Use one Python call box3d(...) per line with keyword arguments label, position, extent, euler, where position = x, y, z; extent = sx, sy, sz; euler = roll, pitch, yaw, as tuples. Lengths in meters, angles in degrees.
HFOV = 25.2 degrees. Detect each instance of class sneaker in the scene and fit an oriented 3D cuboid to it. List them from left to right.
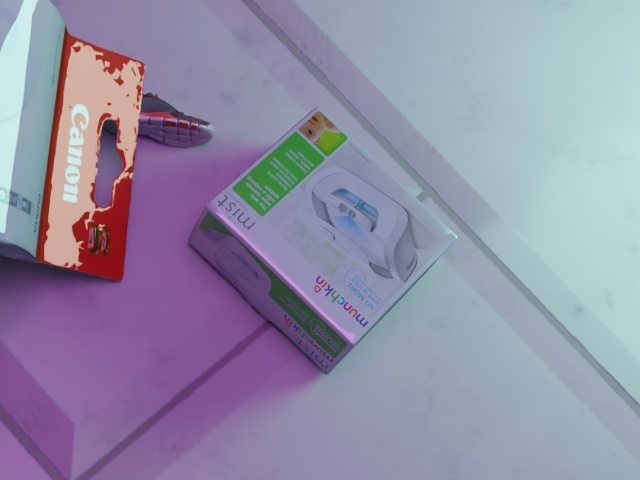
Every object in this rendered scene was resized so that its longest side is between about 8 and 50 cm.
box3d(label="sneaker", position=(-0.219, -0.174, 1.939), extent=(0.158, 0.061, 0.065), euler=(12, 57, -12))

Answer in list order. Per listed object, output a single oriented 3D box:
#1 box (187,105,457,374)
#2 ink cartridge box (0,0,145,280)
box3d(label="box", position=(0.000, 0.000, 1.888), extent=(0.262, 0.127, 0.231), euler=(44, 60, 5))
box3d(label="ink cartridge box", position=(-0.342, -0.133, 1.717), extent=(0.385, 0.091, 0.308), euler=(18, 72, -47))
